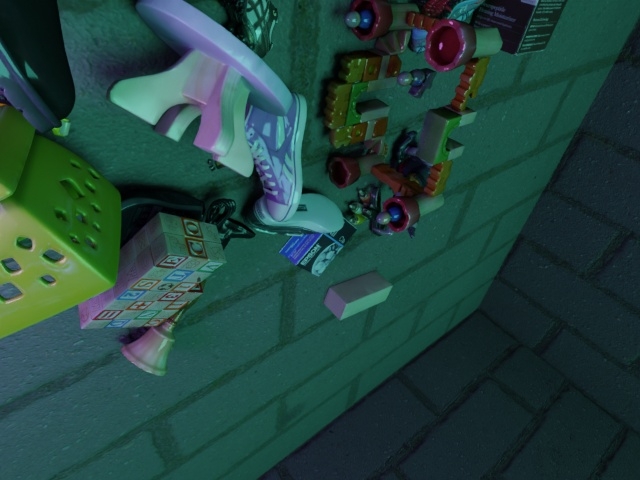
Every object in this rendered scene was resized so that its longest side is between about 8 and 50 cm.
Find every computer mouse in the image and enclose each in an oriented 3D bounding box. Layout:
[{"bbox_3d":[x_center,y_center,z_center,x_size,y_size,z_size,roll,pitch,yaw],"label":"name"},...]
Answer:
[{"bbox_3d":[-0.319,-0.040,0.825,0.189,0.072,0.272,-53,151,17],"label":"computer mouse"}]

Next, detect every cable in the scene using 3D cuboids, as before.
[{"bbox_3d":[0.170,-0.099,1.363,0.140,0.072,0.287,-68,158,0],"label":"cable"}]

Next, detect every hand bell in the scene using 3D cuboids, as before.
[{"bbox_3d":[-0.362,0.195,1.010,0.242,0.126,0.126,-55,148,-9],"label":"hand bell"}]

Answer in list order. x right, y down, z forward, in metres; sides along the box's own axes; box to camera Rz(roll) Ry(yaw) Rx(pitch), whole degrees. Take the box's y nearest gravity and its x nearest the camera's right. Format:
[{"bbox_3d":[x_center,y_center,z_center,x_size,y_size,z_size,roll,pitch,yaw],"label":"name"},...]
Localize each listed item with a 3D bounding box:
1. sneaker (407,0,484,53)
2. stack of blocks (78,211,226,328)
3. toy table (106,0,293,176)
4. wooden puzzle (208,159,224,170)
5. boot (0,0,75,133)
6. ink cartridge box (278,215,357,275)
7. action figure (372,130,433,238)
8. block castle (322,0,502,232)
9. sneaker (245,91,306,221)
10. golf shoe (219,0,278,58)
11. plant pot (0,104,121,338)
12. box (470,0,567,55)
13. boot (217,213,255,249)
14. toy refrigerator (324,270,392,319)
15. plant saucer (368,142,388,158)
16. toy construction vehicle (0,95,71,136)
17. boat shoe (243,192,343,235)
[{"bbox_3d":[0.304,-0.557,1.001,0.261,0.104,0.125,-37,166,-14],"label":"sneaker"},{"bbox_3d":[-0.324,0.073,0.813,0.297,0.087,0.171,-34,154,26],"label":"stack of blocks"},{"bbox_3d":[-0.186,-0.228,0.650,0.274,0.252,0.161,27,89,-32],"label":"toy table"},{"bbox_3d":[-0.202,-0.181,0.867,0.083,0.006,0.049,-28,142,-28],"label":"wooden puzzle"},{"bbox_3d":[-0.220,-0.380,0.462,0.445,0.146,0.367,-35,129,-23],"label":"boot"},{"bbox_3d":[0.000,0.000,1.255,0.206,0.045,0.208,-51,146,5],"label":"ink cartridge box"},{"bbox_3d":[0.300,-0.151,1.304,0.330,0.178,0.341,-52,154,-19],"label":"action figure"},{"bbox_3d":[0.164,-0.277,0.918,0.212,0.303,0.454,-22,139,-32],"label":"block castle"},{"bbox_3d":[-0.124,-0.173,0.863,0.160,0.102,0.283,-10,110,-38],"label":"sneaker"},{"bbox_3d":[-0.119,-0.402,0.684,0.094,0.077,0.198,-40,155,-32],"label":"golf shoe"},{"bbox_3d":[-0.428,-0.029,0.539,0.226,0.228,0.207,-24,137,-3],"label":"plant pot"},{"bbox_3d":[0.539,-0.634,1.096,0.166,0.168,0.203,-23,139,-32],"label":"box"},{"bbox_3d":[-0.228,-0.002,0.989,0.121,0.045,0.099,27,100,-49],"label":"boot"},{"bbox_3d":[0.149,0.213,1.595,0.269,0.102,0.094,-15,135,-41],"label":"toy refrigerator"},{"bbox_3d":[0.168,-0.256,1.208,0.083,0.013,0.084,-30,144,-25],"label":"plant saucer"},{"bbox_3d":[-0.431,-0.165,0.601,0.098,0.035,0.086,5,120,-41],"label":"toy construction vehicle"},{"bbox_3d":[-0.064,-0.058,1.072,0.102,0.108,0.301,-26,164,41],"label":"boat shoe"}]
